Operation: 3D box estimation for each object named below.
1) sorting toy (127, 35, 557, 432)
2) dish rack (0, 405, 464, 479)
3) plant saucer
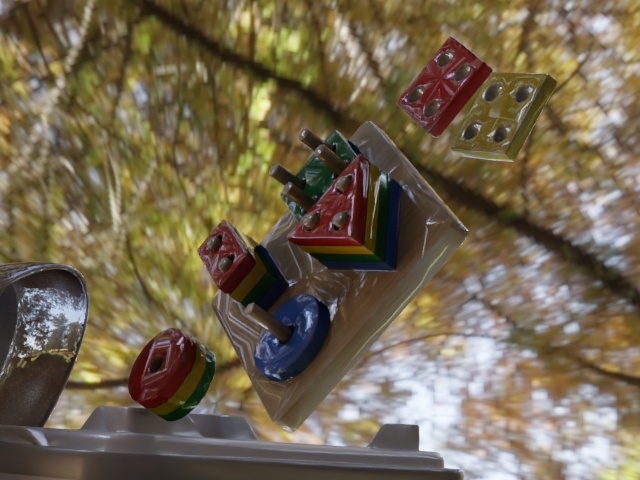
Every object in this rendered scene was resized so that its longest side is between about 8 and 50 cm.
[{"bbox_3d":[0.000,0.000,0.924,0.046,0.132,0.274,36,-80,-30],"label":"sorting toy"},{"bbox_3d":[-0.088,0.141,1.140,0.333,0.285,0.072,9,-97,-46],"label":"dish rack"},{"bbox_3d":[-0.258,0.133,1.140,0.050,0.310,0.310,33,-96,12],"label":"plant saucer"}]
